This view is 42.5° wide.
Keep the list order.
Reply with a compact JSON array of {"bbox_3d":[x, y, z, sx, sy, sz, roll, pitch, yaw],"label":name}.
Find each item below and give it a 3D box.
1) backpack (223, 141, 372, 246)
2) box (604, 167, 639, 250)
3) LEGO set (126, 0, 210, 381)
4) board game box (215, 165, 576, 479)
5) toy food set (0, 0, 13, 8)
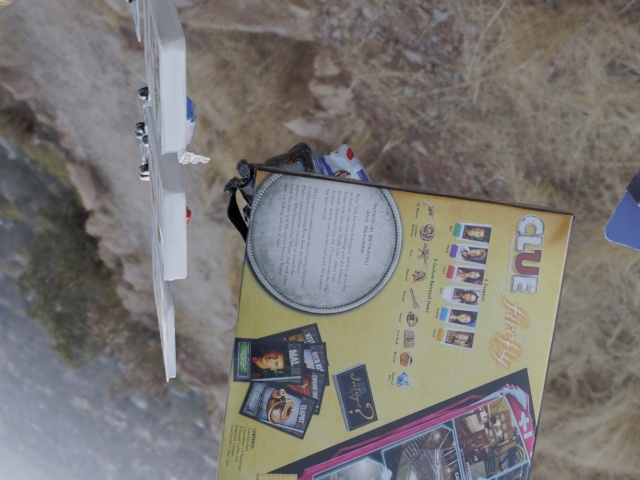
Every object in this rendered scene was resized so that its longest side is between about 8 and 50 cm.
[{"bbox_3d":[0.000,0.000,1.219,0.276,0.213,0.263,72,177,-84],"label":"backpack"},{"bbox_3d":[0.291,-0.071,0.516,0.136,0.036,0.225,18,116,-6],"label":"box"},{"bbox_3d":[-0.076,-0.075,0.445,0.060,0.244,0.182,-5,128,-15],"label":"LEGO set"},{"bbox_3d":[0.032,0.092,0.445,0.165,0.243,0.042,9,-173,5],"label":"board game box"},{"bbox_3d":[-0.290,-0.255,0.753,0.020,0.082,0.083,11,131,6],"label":"toy food set"}]
